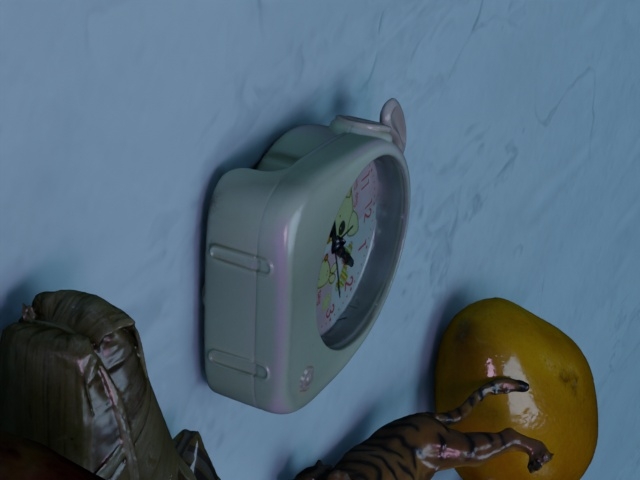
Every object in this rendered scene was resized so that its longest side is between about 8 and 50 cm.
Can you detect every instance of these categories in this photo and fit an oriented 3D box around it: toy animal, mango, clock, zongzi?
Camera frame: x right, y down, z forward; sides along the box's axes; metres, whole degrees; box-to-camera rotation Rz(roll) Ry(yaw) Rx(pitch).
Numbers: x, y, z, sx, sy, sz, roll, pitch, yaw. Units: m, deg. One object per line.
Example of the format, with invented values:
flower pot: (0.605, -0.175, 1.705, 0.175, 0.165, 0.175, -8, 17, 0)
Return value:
toy animal: (0.063, 0.160, 1.350, 0.114, 0.116, 0.255, -34, -177, 42)
mango: (0.148, 0.123, 1.514, 0.219, 0.112, 0.145, 53, 54, -48)
clock: (0.000, 0.000, 1.135, 0.191, 0.062, 0.151, -43, 143, -51)
zongzi: (-0.135, 0.126, 0.902, 0.176, 0.078, 0.160, -54, 146, -31)

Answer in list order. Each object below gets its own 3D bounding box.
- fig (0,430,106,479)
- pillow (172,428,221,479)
fig: (-0.156, 0.236, 0.810, 0.217, 0.217, 0.321, -46, 164, -48)
pillow: (-0.106, 0.212, 1.073, 0.203, 0.038, 0.113, -63, 158, -22)
